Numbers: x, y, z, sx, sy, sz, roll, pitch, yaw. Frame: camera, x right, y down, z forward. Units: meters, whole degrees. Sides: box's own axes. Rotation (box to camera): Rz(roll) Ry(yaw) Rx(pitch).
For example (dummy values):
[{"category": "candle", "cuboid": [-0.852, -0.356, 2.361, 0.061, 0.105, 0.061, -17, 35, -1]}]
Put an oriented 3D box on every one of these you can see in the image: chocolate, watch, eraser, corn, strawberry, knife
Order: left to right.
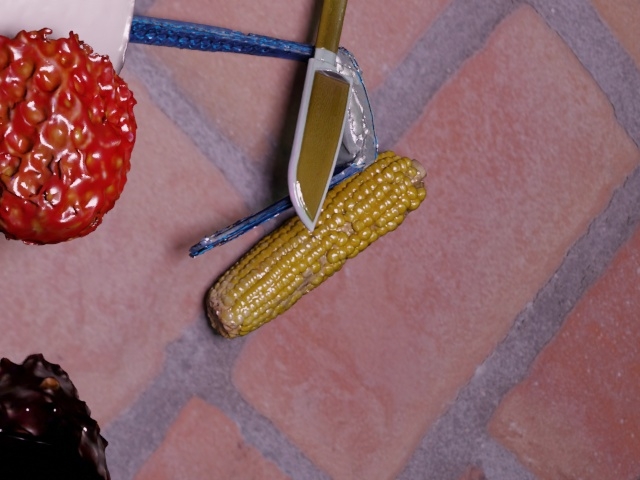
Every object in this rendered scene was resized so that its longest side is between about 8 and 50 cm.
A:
[{"category": "eraser", "cuboid": [-0.325, -0.230, 1.569, 0.270, 0.095, 0.174, 6, 104, -35]}, {"category": "chocolate", "cuboid": [-0.321, 0.208, 1.680, 0.177, 0.206, 0.224, -86, 153, -44]}, {"category": "strawberry", "cuboid": [-0.284, -0.072, 1.544, 0.234, 0.234, 0.178, 18, 47, -35]}, {"category": "watch", "cuboid": [-0.079, -0.157, 1.762, 0.274, 0.068, 0.276, -26, 103, -27]}, {"category": "corn", "cuboid": [0.000, 0.000, 1.844, 0.320, 0.097, 0.097, -37, 119, -18]}, {"category": "knife", "cuboid": [0.012, -0.178, 1.760, 0.061, 0.027, 0.343, 18, 77, -32]}]
